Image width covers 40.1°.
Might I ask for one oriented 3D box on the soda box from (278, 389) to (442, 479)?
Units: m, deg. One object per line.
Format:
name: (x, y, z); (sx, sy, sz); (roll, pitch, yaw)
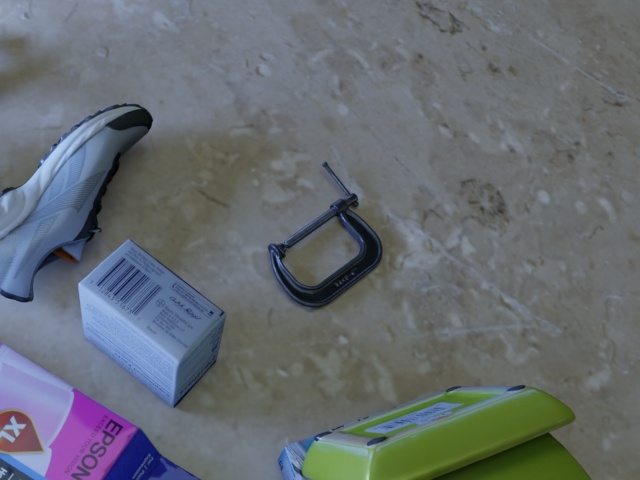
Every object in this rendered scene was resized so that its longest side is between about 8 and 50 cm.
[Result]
soda box: (0.052, 0.217, 0.906); (0.183, 0.058, 0.063); (-16, 67, -20)

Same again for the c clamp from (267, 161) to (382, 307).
c clamp: (0.000, 0.000, 1.035); (0.137, 0.022, 0.160); (44, 61, 7)

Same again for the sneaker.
sneaker: (-0.274, -0.045, 0.966); (0.108, 0.100, 0.271); (41, 65, -5)

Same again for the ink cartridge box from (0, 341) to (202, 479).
ink cartridge box: (-0.305, 0.208, 0.838); (0.370, 0.069, 0.176); (31, 61, 3)

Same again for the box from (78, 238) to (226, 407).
box: (-0.170, 0.086, 0.884); (0.126, 0.137, 0.072); (37, 60, 9)

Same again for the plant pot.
plant pot: (0.115, 0.249, 0.774); (0.228, 0.227, 0.207); (-16, 86, -18)
